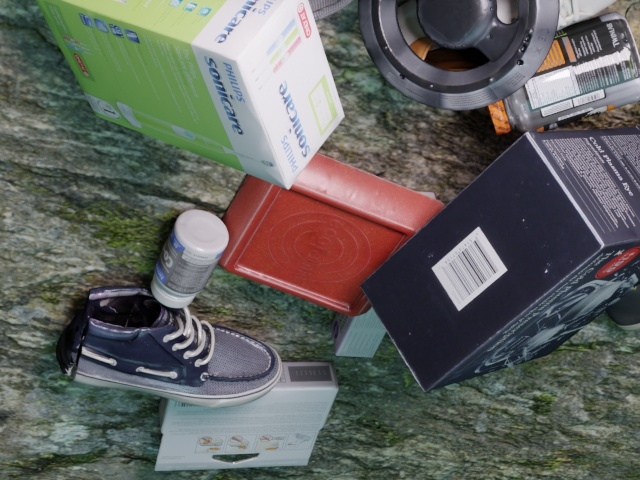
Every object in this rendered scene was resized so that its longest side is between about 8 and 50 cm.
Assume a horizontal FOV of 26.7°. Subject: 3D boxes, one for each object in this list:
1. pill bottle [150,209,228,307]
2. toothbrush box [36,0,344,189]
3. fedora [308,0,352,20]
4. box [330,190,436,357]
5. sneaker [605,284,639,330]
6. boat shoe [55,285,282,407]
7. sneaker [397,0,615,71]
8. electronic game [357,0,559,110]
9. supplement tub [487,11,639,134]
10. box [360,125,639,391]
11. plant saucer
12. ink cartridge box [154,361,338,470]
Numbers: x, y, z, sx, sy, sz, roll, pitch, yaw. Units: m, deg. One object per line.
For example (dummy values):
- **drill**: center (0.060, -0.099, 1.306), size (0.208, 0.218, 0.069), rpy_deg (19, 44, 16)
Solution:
- **pill bottle**: center (-0.184, 0.028, 1.861), size (0.078, 0.078, 0.137), rpy_deg (8, 137, -23)
- **toothbrush box**: center (-0.139, -0.199, 1.438), size (0.283, 0.122, 0.206), rpy_deg (23, 153, 30)
- **fedora**: center (-0.034, -0.331, 1.418), size (0.244, 0.124, 0.275), rpy_deg (-10, 142, -2)
- **box**: center (0.091, 0.054, 1.973), size (0.067, 0.063, 0.324), rpy_deg (4, 139, -16)
- **sneaker**: center (0.533, 0.062, 2.076), size (0.222, 0.083, 0.118), rpy_deg (-28, 138, 22)
- **boat shoe**: center (-0.204, 0.152, 1.967), size (0.341, 0.127, 0.158), rpy_deg (5, 146, -19)
- **sneaker**: center (0.235, -0.250, 1.589), size (0.290, 0.123, 0.106), rpy_deg (-18, 139, 6)
- **electronic game**: center (0.153, -0.260, 1.511), size (0.229, 0.229, 0.048), rpy_deg (-29, -179, 21)
- **supplement tub**: center (0.295, -0.201, 1.666), size (0.190, 0.117, 0.117), rpy_deg (-17, 141, 8)
- **box**: center (0.290, 0.019, 1.797), size (0.312, 0.179, 0.343), rpy_deg (-10, 152, -49)
- **plant saucer**: center (0.000, 0.000, 1.841), size (0.259, 0.047, 0.258), rpy_deg (20, 136, -14)
- **ink cartridge box**: center (-0.129, 0.290, 2.214), size (0.275, 0.060, 0.239), rpy_deg (1, 141, -16)
